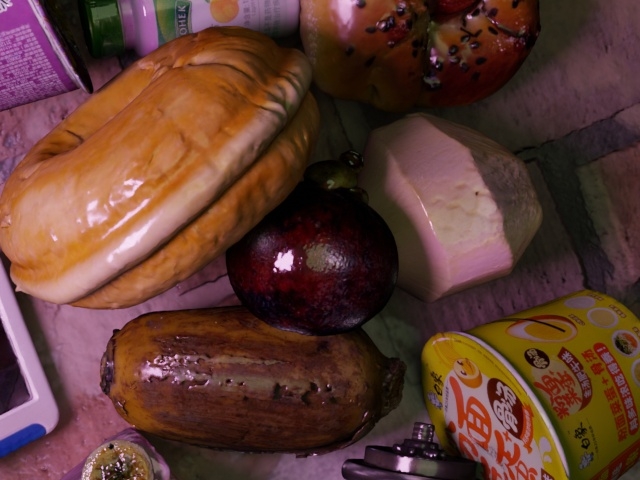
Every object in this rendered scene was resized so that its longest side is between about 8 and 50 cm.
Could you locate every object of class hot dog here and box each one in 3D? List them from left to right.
[{"bbox_3d":[0.130,-0.344,1.667,0.367,0.196,0.365,-3,112,-25],"label":"hot dog"}]

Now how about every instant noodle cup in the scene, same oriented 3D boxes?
[{"bbox_3d":[-0.457,-0.272,1.516,0.266,0.340,0.340,-25,94,-1],"label":"instant noodle cup"},{"bbox_3d":[0.309,0.215,1.691,0.221,0.311,0.311,-25,94,-22],"label":"instant noodle cup"}]

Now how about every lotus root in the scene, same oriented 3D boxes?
[{"bbox_3d":[-0.080,0.175,1.640,0.397,0.196,0.179,5,50,-10],"label":"lotus root"}]

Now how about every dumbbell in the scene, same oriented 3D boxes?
[{"bbox_3d":[0.109,0.381,1.677,0.192,0.192,0.290,11,86,-13],"label":"dumbbell"}]

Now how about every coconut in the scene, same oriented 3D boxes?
[{"bbox_3d":[0.149,-0.040,1.682,0.259,0.259,0.259,0,88,-14],"label":"coconut"}]

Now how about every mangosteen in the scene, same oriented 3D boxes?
[{"bbox_3d":[-0.007,0.009,1.536,0.216,0.216,0.216,0,88,-14],"label":"mangosteen"}]

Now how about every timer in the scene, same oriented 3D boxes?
[{"bbox_3d":[-0.440,0.149,1.581,0.178,0.078,0.253,-25,98,-47],"label":"timer"}]

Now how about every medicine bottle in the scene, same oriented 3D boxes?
[{"bbox_3d":[-0.172,-0.308,1.663,0.274,0.133,0.133,-11,91,-13],"label":"medicine bottle"}]

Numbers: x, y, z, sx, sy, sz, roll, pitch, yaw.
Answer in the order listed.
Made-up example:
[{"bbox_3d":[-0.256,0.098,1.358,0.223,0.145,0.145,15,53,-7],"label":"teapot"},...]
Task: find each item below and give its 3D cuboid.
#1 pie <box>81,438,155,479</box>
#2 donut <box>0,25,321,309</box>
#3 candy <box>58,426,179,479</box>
[{"bbox_3d":[-0.224,0.260,1.419,0.084,0.021,0.084,1,85,-15],"label":"pie"},{"bbox_3d":[-0.193,-0.083,1.495,0.449,0.449,0.198,-44,109,-11],"label":"donut"},{"bbox_3d":[-0.249,0.315,1.556,0.155,0.265,0.116,-41,93,-12],"label":"candy"}]
